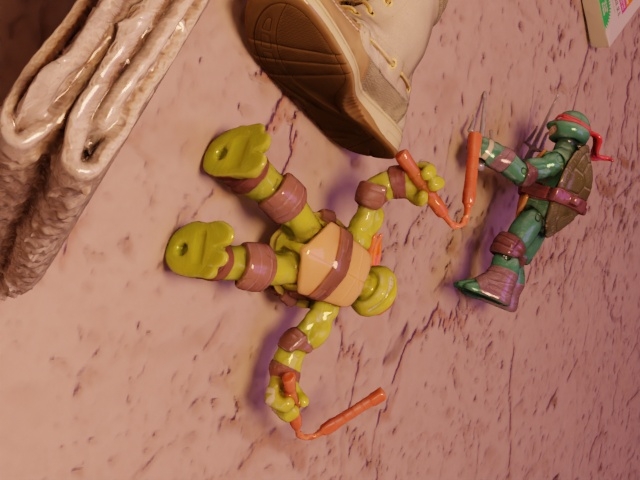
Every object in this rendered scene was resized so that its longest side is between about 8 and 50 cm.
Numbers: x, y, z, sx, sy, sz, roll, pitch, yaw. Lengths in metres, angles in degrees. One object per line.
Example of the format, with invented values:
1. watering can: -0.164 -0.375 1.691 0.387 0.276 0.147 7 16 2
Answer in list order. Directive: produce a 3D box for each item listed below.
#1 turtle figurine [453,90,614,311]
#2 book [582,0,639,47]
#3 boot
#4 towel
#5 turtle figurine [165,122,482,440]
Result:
1. turtle figurine: 0.203 -0.050 1.057 0.175 0.118 0.234 27 83 -56
2. book: 0.342 -0.304 1.256 0.144 0.035 0.096 -52 134 -32
3. boot: 0.030 -0.175 0.789 0.213 0.077 0.165 46 62 -57
4. towel: -0.100 -0.076 0.502 0.049 0.282 0.187 32 68 -11
5. turtle figurine: 0.000 0.000 0.784 0.217 0.087 0.270 33 88 -44
